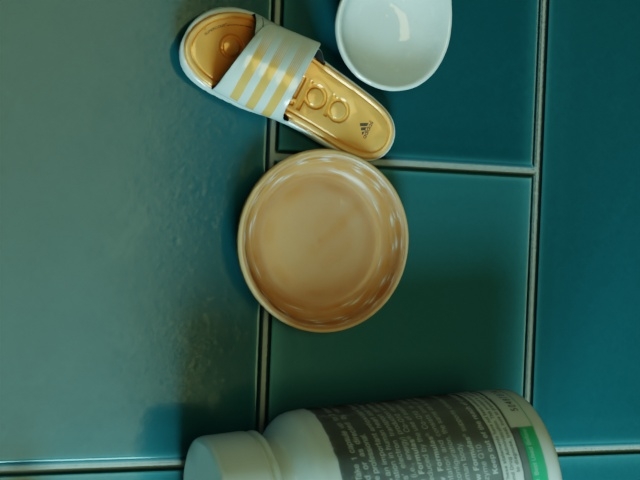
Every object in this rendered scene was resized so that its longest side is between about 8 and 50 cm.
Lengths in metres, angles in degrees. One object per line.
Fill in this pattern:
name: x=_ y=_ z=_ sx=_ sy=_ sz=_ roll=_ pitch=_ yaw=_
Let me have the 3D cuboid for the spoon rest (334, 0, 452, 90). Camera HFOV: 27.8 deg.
spoon rest: x=0.091 y=-0.302 z=1.415 sx=0.137 sy=0.084 sz=0.276 roll=11 pitch=87 yaw=-21

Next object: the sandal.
sandal: x=-0.020 y=-0.170 z=1.378 sx=0.265 sy=0.076 sz=0.102 roll=26 pitch=82 yaw=-20

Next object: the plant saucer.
plant saucer: x=0.000 y=0.000 z=1.413 sx=0.200 sy=0.037 sz=0.200 roll=0 pitch=91 yaw=-22

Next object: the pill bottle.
pill bottle: x=0.052 y=0.270 z=1.351 sx=0.361 sy=0.204 sz=0.204 roll=-3 pitch=93 yaw=-22
